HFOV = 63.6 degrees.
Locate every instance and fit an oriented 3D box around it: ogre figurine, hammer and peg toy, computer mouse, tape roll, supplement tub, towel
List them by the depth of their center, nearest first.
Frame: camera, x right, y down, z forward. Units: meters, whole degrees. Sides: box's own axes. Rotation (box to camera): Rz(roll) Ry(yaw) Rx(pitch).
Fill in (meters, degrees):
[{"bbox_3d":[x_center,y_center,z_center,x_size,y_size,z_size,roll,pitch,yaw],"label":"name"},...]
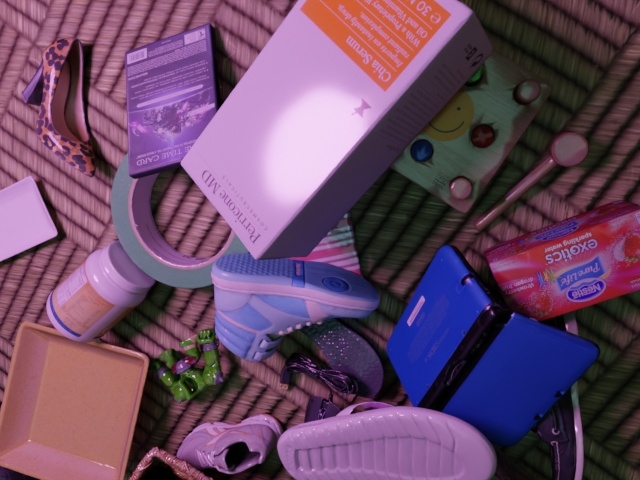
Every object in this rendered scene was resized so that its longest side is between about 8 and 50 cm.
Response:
[{"bbox_3d":[0.256,-0.181,0.884,0.361,0.127,0.266,34,106,5],"label":"hammer and peg toy"},{"bbox_3d":[0.000,0.000,1.033,0.144,0.029,0.197,-10,101,15],"label":"towel"},{"bbox_3d":[-0.267,-0.065,1.056,0.321,0.077,0.322,3,101,13],"label":"tape roll"},{"bbox_3d":[-0.022,0.361,1.065,0.184,0.060,0.262,21,120,29],"label":"computer mouse"},{"bbox_3d":[-0.462,0.107,1.098,0.199,0.144,0.144,-38,90,16],"label":"supplement tub"},{"bbox_3d":[-0.284,0.277,1.115,0.197,0.097,0.118,-28,82,5],"label":"ogre figurine"}]

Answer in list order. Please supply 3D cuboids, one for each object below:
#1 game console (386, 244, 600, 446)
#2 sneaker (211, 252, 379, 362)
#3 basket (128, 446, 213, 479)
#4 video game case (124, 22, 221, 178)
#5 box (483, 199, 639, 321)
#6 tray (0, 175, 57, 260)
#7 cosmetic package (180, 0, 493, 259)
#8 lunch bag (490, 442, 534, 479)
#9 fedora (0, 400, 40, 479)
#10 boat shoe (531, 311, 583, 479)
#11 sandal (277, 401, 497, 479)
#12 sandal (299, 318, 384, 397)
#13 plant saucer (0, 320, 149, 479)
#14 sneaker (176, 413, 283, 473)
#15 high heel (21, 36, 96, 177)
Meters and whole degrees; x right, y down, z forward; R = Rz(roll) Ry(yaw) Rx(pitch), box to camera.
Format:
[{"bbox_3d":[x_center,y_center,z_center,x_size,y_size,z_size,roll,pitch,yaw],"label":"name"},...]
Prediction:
[{"bbox_3d":[0.278,0.191,0.913,0.173,0.250,0.293,2,129,-25],"label":"game console"},{"bbox_3d":[-0.057,0.149,1.002,0.318,0.127,0.208,10,112,2],"label":"sneaker"},{"bbox_3d":[-0.289,0.613,1.076,0.299,0.213,0.223,30,143,6],"label":"basket"},{"bbox_3d":[-0.285,-0.269,0.993,0.195,0.026,0.275,-12,75,15],"label":"video game case"},{"bbox_3d":[0.429,0.039,0.887,0.256,0.122,0.128,-22,96,16],"label":"box"},{"bbox_3d":[-0.730,-0.035,1.194,0.270,0.030,0.145,-20,96,16],"label":"tray"},{"bbox_3d":[0.012,-0.204,0.804,0.230,0.161,0.453,49,111,18],"label":"cosmetic package"},{"bbox_3d":[0.298,0.528,0.990,0.287,0.169,0.235,38,103,-4],"label":"lunch bag"},{"bbox_3d":[-0.802,0.558,1.258,0.333,0.152,0.334,2,100,13],"label":"fedora"},{"bbox_3d":[0.408,0.291,0.938,0.112,0.127,0.340,-3,98,15],"label":"boat shoe"},{"bbox_3d":[0.106,0.361,0.945,0.416,0.102,0.170,-10,106,27],"label":"sandal"},{"bbox_3d":[0.038,0.204,1.053,0.097,0.054,0.254,-44,79,10],"label":"sandal"},{"bbox_3d":[-0.552,0.377,1.178,0.332,0.081,0.333,12,90,12],"label":"plant saucer"},{"bbox_3d":[-0.215,0.455,1.117,0.262,0.121,0.099,-23,95,17],"label":"sneaker"},{"bbox_3d":[-0.503,-0.276,1.059,0.186,0.093,0.261,-40,81,23],"label":"high heel"}]
